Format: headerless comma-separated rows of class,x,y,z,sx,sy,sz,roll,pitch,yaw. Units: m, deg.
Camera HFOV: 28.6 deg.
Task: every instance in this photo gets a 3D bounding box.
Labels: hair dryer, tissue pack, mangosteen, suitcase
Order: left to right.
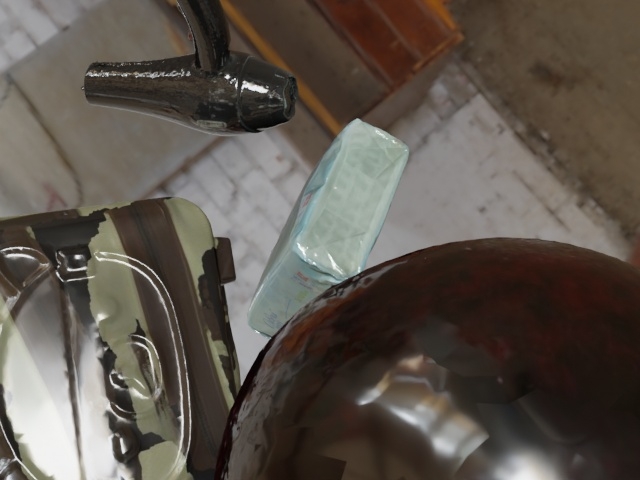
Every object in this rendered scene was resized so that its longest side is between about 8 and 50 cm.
suitcase,-0.235,0.144,1.131,0.194,0.339,0.352,117,143,-71
hair dryer,-0.150,-0.218,1.263,0.235,0.091,0.272,6,141,13
tissue pack,0.000,0.000,1.383,0.089,0.177,0.263,27,156,-5
mangosteen,0.097,0.132,0.666,0.307,0.306,0.347,54,-166,-15
